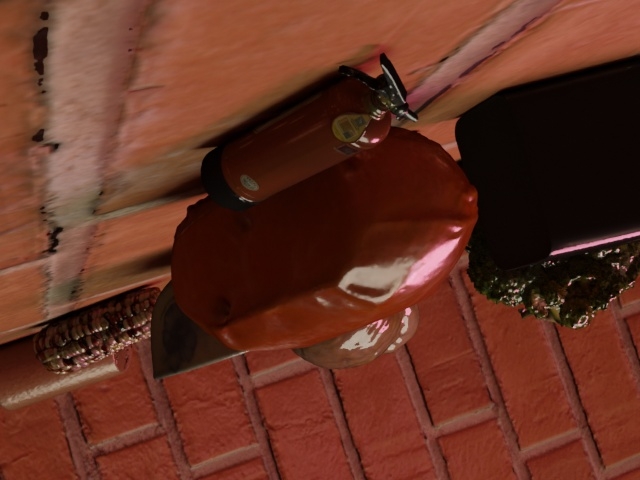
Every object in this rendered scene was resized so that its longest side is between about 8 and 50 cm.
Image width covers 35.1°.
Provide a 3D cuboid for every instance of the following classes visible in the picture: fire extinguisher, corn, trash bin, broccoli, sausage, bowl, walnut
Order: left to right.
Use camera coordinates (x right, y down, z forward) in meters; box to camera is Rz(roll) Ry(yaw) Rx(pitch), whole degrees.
[{"bbox_3d":[-0.470,0.218,1.853,0.253,0.123,0.123,-19,176,-2],"label":"sausage"},{"bbox_3d":[-0.351,0.141,1.643,0.281,0.092,0.092,-24,174,25],"label":"corn"},{"bbox_3d":[-0.103,0.070,1.327,0.289,0.146,0.289,-19,178,-1],"label":"bowl"},{"bbox_3d":[-0.007,-0.068,0.641,0.062,0.050,0.177,32,143,-31],"label":"fire extinguisher"},{"bbox_3d":[-0.001,0.000,0.802,0.268,0.153,0.141,-22,168,36],"label":"sausage"},{"bbox_3d":[0.047,0.085,1.603,0.248,0.248,0.248,-18,176,-1],"label":"walnut"},{"bbox_3d":[0.352,0.010,1.526,0.304,0.283,0.321,3,-137,27],"label":"broccoli"},{"bbox_3d":[0.257,-0.073,0.928,0.226,0.165,0.115,-13,175,-26],"label":"trash bin"}]

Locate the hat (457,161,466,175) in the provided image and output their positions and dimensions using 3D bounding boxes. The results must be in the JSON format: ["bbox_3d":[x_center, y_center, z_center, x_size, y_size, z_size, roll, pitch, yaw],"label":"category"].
[{"bbox_3d":[0.253,-0.075,1.345,0.205,0.089,0.205,-19,176,-1],"label":"hat"}]

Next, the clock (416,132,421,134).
[{"bbox_3d":[0.054,-0.082,0.940,0.083,0.010,0.074,-22,175,40],"label":"clock"}]
